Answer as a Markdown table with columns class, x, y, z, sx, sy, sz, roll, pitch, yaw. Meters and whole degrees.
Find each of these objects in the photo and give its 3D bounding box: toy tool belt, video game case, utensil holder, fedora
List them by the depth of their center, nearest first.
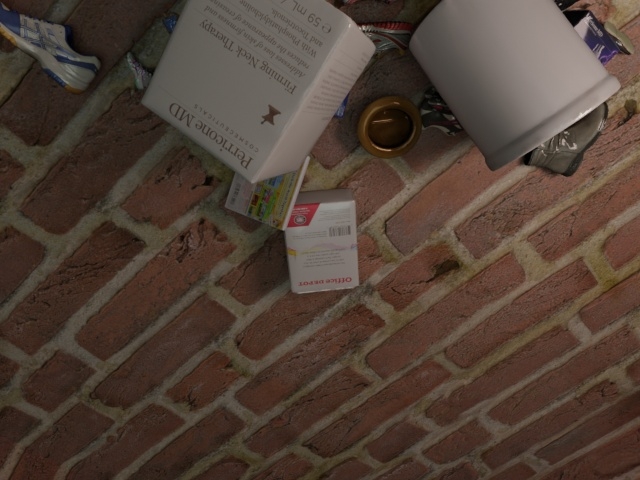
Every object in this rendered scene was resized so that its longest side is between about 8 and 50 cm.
| class | x | y | z | sx | sy | sz | roll | pitch | yaw |
| --- | --- | --- | --- | --- | --- | --- | --- | --- | --- |
| utensil holder | 0.450 | -0.419 | 1.085 | 0.328 | 0.327 | 0.385 | -35 | 89 | 13 |
| toy tool belt | -0.377 | -0.553 | 1.169 | 0.052 | 0.051 | 0.083 | -31 | 115 | 11 |
| fedora | 0.195 | -0.334 | 1.307 | 0.195 | 0.079 | 0.194 | -5 | 117 | -9 |
| video game case | -0.159 | -0.169 | 1.310 | 0.207 | 0.026 | 0.226 | 22 | 98 | 17 |

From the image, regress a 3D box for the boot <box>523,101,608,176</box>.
| class | x | y | z | sx | sy | sz | roll | pitch | yaw |
| --- | --- | --- | --- | --- | --- | --- | --- | --- | --- |
| boot | 0.739 | -0.321 | 1.358 | 0.161 | 0.083 | 0.246 | 18 | 113 | -6 |

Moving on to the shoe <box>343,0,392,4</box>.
| class | x | y | z | sx | sy | sz | roll | pitch | yaw |
| --- | --- | --- | --- | --- | --- | --- | --- | --- | --- |
| shoe | 0.150 | -0.641 | 1.157 | 0.178 | 0.063 | 0.081 | -31 | 110 | 6 |

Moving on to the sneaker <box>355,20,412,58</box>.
| class | x | y | z | sx | sy | sz | roll | pitch | yaw |
| --- | --- | --- | --- | --- | --- | --- | --- | --- | --- |
| sneaker | 0.133 | -0.533 | 1.198 | 0.226 | 0.088 | 0.092 | -3 | 118 | -3 |

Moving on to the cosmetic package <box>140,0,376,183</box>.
| class | x | y | z | sx | sy | sz | roll | pitch | yaw |
| --- | --- | --- | --- | --- | --- | --- | --- | --- | --- |
| cosmetic package | -0.128 | -0.397 | 1.062 | 0.330 | 0.327 | 0.393 | 36 | 110 | 4 |

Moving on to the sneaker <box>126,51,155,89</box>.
| class | x | y | z | sx | sy | sz | roll | pitch | yaw |
| --- | --- | --- | --- | --- | --- | --- | --- | --- | --- |
| sneaker | -0.477 | -0.465 | 1.216 | 0.069 | 0.038 | 0.098 | -12 | 126 | 0 |

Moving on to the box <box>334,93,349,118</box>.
| class | x | y | z | sx | sy | sz | roll | pitch | yaw |
| --- | --- | --- | --- | --- | --- | --- | --- | --- | --- |
| box | -0.029 | -0.437 | 1.261 | 0.226 | 0.036 | 0.136 | 11 | 115 | -9 |

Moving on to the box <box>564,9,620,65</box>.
| class | x | y | z | sx | sy | sz | roll | pitch | yaw |
| --- | --- | --- | --- | --- | --- | --- | --- | --- | --- |
| box | 0.675 | -0.502 | 1.243 | 0.153 | 0.108 | 0.207 | 36 | 109 | -19 |

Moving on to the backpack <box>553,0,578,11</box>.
| class | x | y | z | sx | sy | sz | roll | pitch | yaw |
| --- | --- | --- | --- | --- | --- | --- | --- | --- | --- |
| backpack | 0.583 | -0.648 | 1.160 | 0.182 | 0.115 | 0.151 | -20 | 128 | 5 |

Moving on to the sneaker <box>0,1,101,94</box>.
| class | x | y | z | sx | sy | sz | roll | pitch | yaw |
| --- | --- | --- | --- | --- | --- | --- | --- | --- | --- |
| sneaker | -0.708 | -0.520 | 1.147 | 0.296 | 0.112 | 0.131 | 42 | 89 | -23 |

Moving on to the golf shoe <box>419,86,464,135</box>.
| class | x | y | z | sx | sy | sz | roll | pitch | yaw |
| --- | --- | --- | --- | --- | --- | --- | --- | --- | --- |
| golf shoe | 0.420 | -0.368 | 1.311 | 0.273 | 0.105 | 0.120 | 9 | 136 | -7 |

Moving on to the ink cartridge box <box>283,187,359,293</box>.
| class | x | y | z | sx | sy | sz | roll | pitch | yaw |
| --- | --- | --- | --- | --- | --- | --- | --- | --- | --- |
| ink cartridge box | 0.000 | 0.000 | 1.430 | 0.227 | 0.131 | 0.305 | -5 | 117 | -2 |

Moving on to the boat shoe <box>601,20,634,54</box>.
| class | x | y | z | sx | sy | sz | roll | pitch | yaw |
| --- | --- | --- | --- | --- | --- | --- | --- | --- | --- |
| boat shoe | 0.827 | -0.562 | 1.262 | 0.137 | 0.049 | 0.043 | 25 | 154 | -18 |
